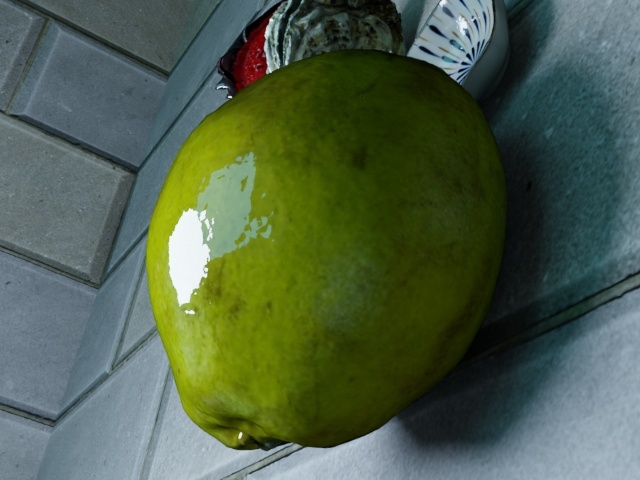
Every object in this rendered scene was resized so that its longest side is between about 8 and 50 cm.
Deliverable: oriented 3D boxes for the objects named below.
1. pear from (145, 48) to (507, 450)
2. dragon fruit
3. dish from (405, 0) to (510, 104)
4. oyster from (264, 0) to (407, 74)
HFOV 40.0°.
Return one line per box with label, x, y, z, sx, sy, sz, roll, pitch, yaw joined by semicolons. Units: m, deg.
pear;0.000;0.000;0.851;0.352;0.352;0.413;-28;32;57
dragon fruit;-0.025;-0.290;1.425;0.100;0.282;0.343;73;-162;-51
dish;0.168;-0.208;1.022;0.190;0.066;0.190;-47;31;40
oyster;0.005;-0.260;1.245;0.268;0.198;0.112;-37;8;-21
